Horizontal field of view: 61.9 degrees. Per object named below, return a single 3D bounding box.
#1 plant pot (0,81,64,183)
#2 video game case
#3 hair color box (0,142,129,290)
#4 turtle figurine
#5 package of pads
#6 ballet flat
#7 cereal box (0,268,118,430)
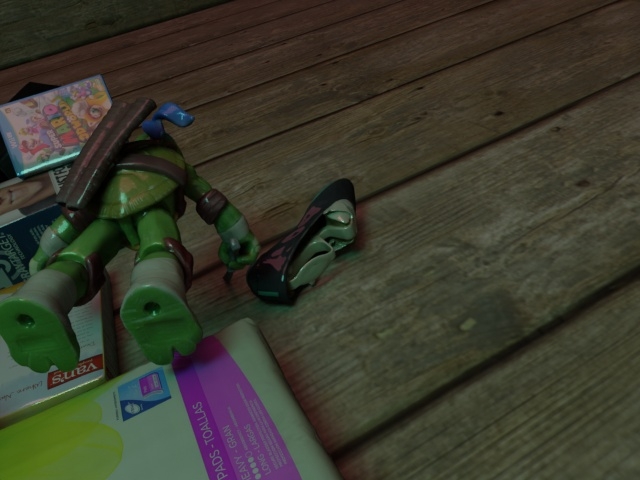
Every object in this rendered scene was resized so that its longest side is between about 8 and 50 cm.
[{"bbox_3d":[-0.471,-0.144,0.920,0.188,0.188,0.167,17,54,38],"label":"plant pot"},{"bbox_3d":[-0.396,-0.176,0.816,0.166,0.119,0.015,-23,-8,-12],"label":"video game case"},{"bbox_3d":[-0.415,-0.025,0.782,0.347,0.105,0.174,-28,35,-19],"label":"hair color box"},{"bbox_3d":[-0.165,0.029,0.506,0.198,0.274,0.266,24,26,-17],"label":"turtle figurine"},{"bbox_3d":[-0.133,0.200,0.355,0.297,0.101,0.229,-24,34,-14],"label":"package of pads"},{"bbox_3d":[0.000,0.000,0.632,0.074,0.074,0.203,17,50,37],"label":"ballet flat"},{"bbox_3d":[-0.317,0.119,0.586,0.173,0.047,0.240,-20,34,-12],"label":"cereal box"}]
